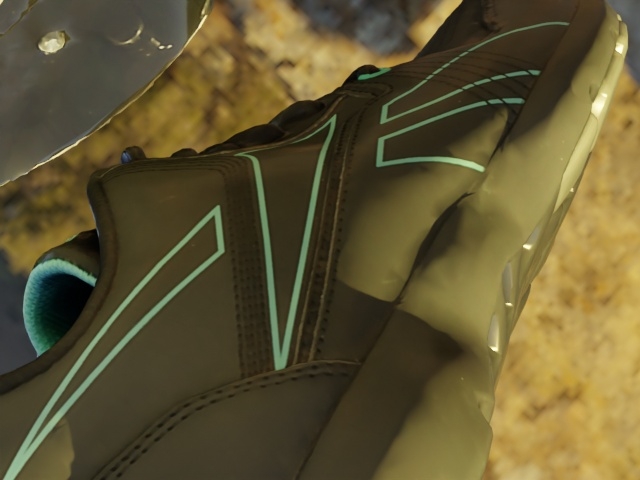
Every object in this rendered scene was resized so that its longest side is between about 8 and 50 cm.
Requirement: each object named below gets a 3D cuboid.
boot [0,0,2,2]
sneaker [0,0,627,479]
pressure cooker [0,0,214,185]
[{"bbox_3d":[-0.135,-0.032,0.360,0.095,0.123,0.258,30,179,-22],"label":"boot"},{"bbox_3d":[0.000,0.000,0.431,0.106,0.267,0.101,22,124,6],"label":"sneaker"},{"bbox_3d":[-0.244,-0.255,0.781,0.375,0.369,0.420,104,150,-48],"label":"pressure cooker"}]
